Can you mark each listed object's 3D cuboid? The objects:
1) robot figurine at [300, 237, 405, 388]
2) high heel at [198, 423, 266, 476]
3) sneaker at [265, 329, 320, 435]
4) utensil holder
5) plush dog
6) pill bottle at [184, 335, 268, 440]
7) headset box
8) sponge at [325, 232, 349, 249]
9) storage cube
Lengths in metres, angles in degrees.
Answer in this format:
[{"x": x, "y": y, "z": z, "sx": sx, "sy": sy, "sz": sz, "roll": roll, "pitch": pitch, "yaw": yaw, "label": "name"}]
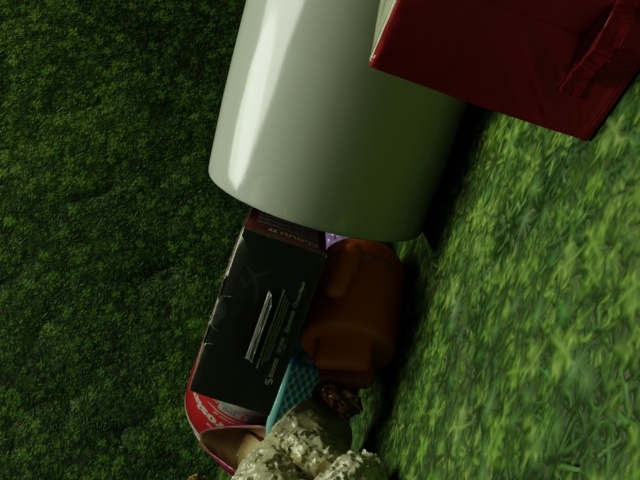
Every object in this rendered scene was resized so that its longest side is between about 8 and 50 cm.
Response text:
[{"x": 0.046, "y": 0.085, "z": 1.151, "sx": 0.128, "sy": 0.158, "sz": 0.219, "roll": -28, "pitch": 37, "yaw": 39, "label": "robot figurine"}, {"x": -0.121, "y": 0.379, "z": 1.528, "sx": 0.377, "sy": 0.181, "sz": 0.127, "roll": 126, "pitch": 160, "yaw": -70, "label": "high heel"}, {"x": 0.000, "y": 0.161, "z": 1.359, "sx": 0.208, "sy": 0.127, "sz": 0.318, "roll": -93, "pitch": 26, "yaw": -81, "label": "sneaker"}, {"x": 0.045, "y": -0.231, "z": 1.129, "sx": 0.327, "sy": 0.328, "sz": 0.385, "roll": -95, "pitch": 21, "yaw": -72, "label": "utensil holder"}, {"x": -0.031, "y": 0.290, "z": 1.060, "sx": 0.225, "sy": 0.211, "sz": 0.262, "roll": -51, "pitch": -17, "yaw": -60, "label": "plush dog"}, {"x": -0.162, "y": 0.311, "z": 1.832, "sx": 0.407, "sy": 0.229, "sz": 0.229, "roll": 117, "pitch": 168, "yaw": -57, "label": "pill bottle"}, {"x": -0.076, "y": 0.075, "z": 1.134, "sx": 0.293, "sy": 0.110, "sz": 0.218, "roll": -94, "pitch": 23, "yaw": -79, "label": "headset box"}, {"x": -0.022, "y": -0.014, "z": 1.373, "sx": 0.117, "sy": 0.031, "sz": 0.210, "roll": -42, "pitch": 43, "yaw": 9, "label": "sponge"}, {"x": 0.164, "y": -0.227, "z": 0.693, "sx": 0.183, "sy": 0.193, "sz": 0.215, "roll": 114, "pitch": 171, "yaw": -47, "label": "storage cube"}]
